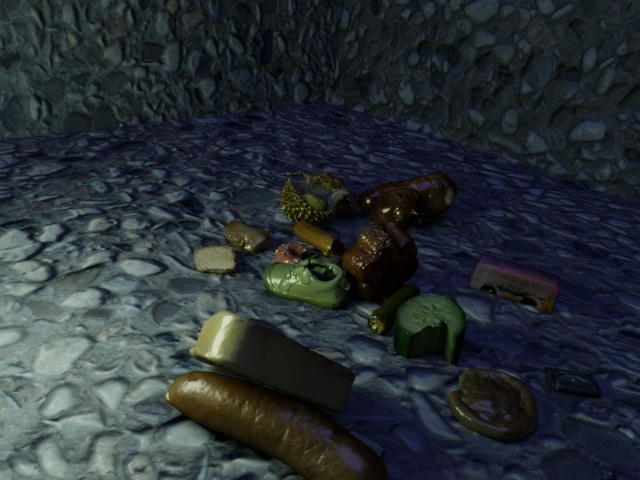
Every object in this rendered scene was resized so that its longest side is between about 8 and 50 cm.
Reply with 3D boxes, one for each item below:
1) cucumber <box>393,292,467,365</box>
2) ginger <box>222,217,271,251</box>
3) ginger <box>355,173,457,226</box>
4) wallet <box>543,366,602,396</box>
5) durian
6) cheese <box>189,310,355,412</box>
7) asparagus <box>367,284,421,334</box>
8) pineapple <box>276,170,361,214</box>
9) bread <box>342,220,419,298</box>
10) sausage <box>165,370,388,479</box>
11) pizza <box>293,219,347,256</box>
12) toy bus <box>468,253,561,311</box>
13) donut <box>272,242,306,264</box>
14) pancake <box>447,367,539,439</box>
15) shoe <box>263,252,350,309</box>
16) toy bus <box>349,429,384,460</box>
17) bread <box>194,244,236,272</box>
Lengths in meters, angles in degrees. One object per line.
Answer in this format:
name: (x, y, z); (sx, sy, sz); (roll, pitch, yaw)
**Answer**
cucumber: (0.288, 0.234, 1.602); (0.191, 0.130, 0.191); (2, 26, -1)
ginger: (-0.264, -0.022, 2.032); (0.213, 0.074, 0.137); (32, 25, 33)
ginger: (0.370, -0.147, 2.355); (0.418, 0.176, 0.254); (-9, 27, -15)
wallet: (0.650, 0.363, 1.544); (0.129, 0.026, 0.088); (9, 25, 3)
durian: (-0.025, -0.136, 2.200); (0.306, 0.167, 0.172); (-4, -4, -38)
cheese: (-0.149, 0.252, 1.313); (0.383, 0.104, 0.384); (19, -16, 6)
asparagus: (0.218, 0.190, 1.743); (0.067, 0.060, 0.277); (9, 23, 26)
pineapple: (0.010, -0.226, 2.389); (0.334, 0.158, 0.161); (11, 48, 28)
bread: (0.176, 0.059, 1.801); (0.246, 0.232, 0.135); (-32, 38, -9)
sausage: (-0.091, 0.375, 1.201); (0.500, 0.123, 0.136); (20, 50, 24)
pizza: (0.000, 0.000, 1.984); (0.182, 0.074, 0.365); (36, -1, -24)
toy bus: (0.625, 0.133, 1.929); (0.273, 0.112, 0.090); (17, 35, 19)
donut: (-0.099, 0.058, 1.921); (0.117, 0.065, 0.166); (3, 24, -12)
pancake: (0.414, 0.380, 1.424); (0.236, 0.042, 0.222); (-15, 32, -40)
shoe: (-0.035, 0.110, 1.774); (0.262, 0.128, 0.140); (21, 22, 15)
toy bus: (0.092, 0.429, 1.234); (0.083, 0.037, 0.031); (22, 29, 26)
bread: (-0.328, 0.066, 1.868); (0.129, 0.044, 0.126); (2, 33, -19)
